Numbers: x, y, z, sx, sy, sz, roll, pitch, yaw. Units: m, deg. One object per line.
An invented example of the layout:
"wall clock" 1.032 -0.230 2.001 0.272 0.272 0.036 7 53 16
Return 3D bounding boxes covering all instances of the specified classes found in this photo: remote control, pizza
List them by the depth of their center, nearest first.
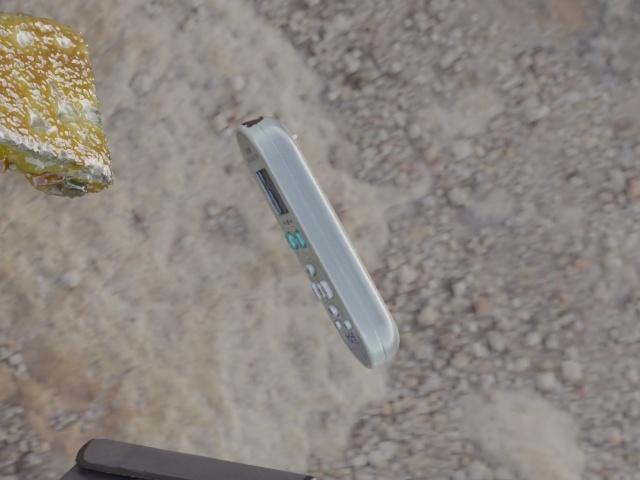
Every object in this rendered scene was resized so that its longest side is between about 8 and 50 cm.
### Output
"remote control" 0.000 0.000 1.380 0.042 0.078 0.221 -28 93 -11
"pizza" -0.258 -0.109 1.504 0.197 0.058 0.292 45 29 -5

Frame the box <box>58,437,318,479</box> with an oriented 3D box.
"box" -0.126 0.296 1.492 0.153 0.252 0.188 -41 128 -46
